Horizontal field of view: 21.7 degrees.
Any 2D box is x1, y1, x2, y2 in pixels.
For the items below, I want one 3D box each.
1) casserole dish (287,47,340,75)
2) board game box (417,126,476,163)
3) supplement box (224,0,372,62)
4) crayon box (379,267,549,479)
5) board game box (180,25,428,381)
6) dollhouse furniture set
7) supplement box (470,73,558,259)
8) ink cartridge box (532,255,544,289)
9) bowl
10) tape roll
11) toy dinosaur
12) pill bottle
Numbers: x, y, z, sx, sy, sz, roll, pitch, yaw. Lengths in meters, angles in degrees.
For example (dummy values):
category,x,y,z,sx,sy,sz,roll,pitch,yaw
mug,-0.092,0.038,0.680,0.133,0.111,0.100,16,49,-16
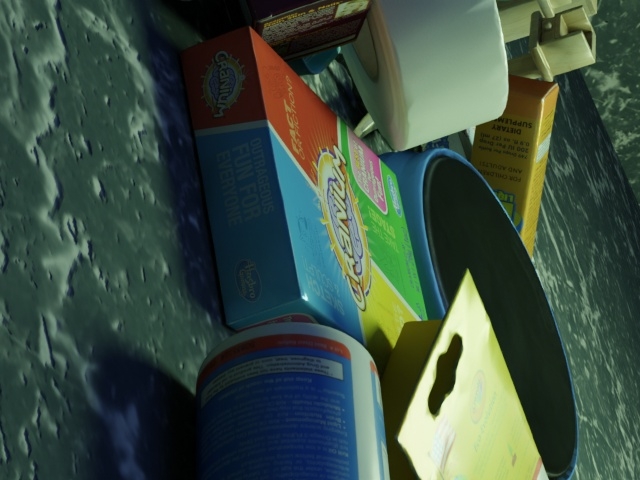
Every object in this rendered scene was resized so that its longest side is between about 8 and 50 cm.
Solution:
category,x,y,z,sx,sy,sz,roll,pitch,yaw
casserole dish,-0.028,-0.213,1.580,0.188,0.037,0.114,-57,125,-70
board game box,0.136,-0.230,2.048,0.318,0.066,0.319,71,17,3
supplement box,-0.020,-0.208,1.375,0.188,0.104,0.080,123,-51,-82
crayon box,0.106,0.205,1.324,0.318,0.081,0.202,68,31,-30
board game box,0.000,0.000,1.379,0.316,0.064,0.242,40,35,-59
dollhouse furniture set,0.181,-0.396,1.947,0.355,0.174,0.303,58,26,-33
supplement box,0.211,-0.067,1.900,0.080,0.078,0.233,-46,145,-61
ink cartridge box,0.236,0.051,2.063,0.099,0.056,0.135,-4,76,-72
bowl,0.155,0.085,1.694,0.391,0.077,0.391,50,27,-38
tape roll,0.069,-0.228,1.499,0.286,0.100,0.286,161,-90,-85
toy dinosaur,0.064,-0.149,1.745,0.268,0.064,0.118,-3,75,-72
pill bottle,-0.017,0.171,1.040,0.124,0.124,0.221,54,24,-43
